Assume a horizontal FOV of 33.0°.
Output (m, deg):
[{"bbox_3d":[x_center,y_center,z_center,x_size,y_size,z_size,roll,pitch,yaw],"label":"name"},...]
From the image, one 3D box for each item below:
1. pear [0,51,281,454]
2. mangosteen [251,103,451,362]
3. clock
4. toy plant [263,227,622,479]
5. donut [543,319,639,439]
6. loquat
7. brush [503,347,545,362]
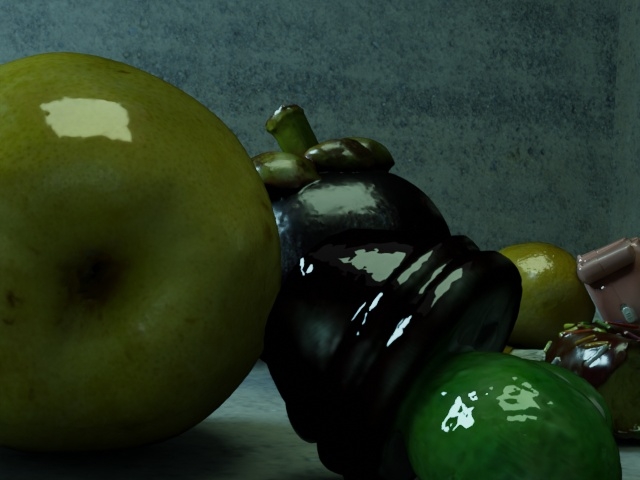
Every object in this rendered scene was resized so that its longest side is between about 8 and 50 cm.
[{"bbox_3d":[-0.176,0.014,0.788,0.314,0.314,0.314,3,2,0],"label":"pear"},{"bbox_3d":[0.005,-0.002,1.172,0.275,0.302,0.275,-17,0,0],"label":"mangosteen"},{"bbox_3d":[0.393,0.081,1.355,0.093,0.162,0.166,-25,-1,13],"label":"clock"},{"bbox_3d":[0.083,0.093,0.660,0.235,0.175,0.218,31,8,23],"label":"toy plant"},{"bbox_3d":[0.305,0.121,0.938,0.230,0.096,0.216,3,2,27],"label":"donut"},{"bbox_3d":[0.281,0.079,1.474,0.205,0.149,0.172,-10,13,-24],"label":"loquat"},{"bbox_3d":[0.156,0.142,1.379,0.272,0.013,0.103,2,1,16],"label":"brush"}]
